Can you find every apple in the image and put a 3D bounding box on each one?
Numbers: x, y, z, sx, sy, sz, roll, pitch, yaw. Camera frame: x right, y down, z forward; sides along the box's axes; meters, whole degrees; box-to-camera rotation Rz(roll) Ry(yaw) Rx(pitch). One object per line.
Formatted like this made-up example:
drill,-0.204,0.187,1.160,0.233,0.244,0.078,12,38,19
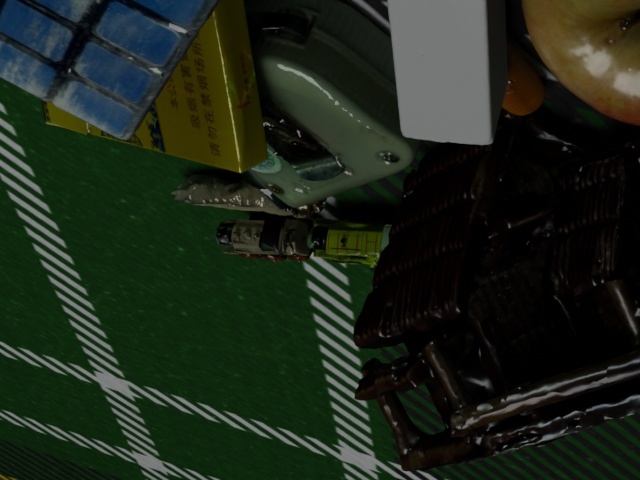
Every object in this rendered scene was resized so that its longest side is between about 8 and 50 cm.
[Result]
apple,0.238,-0.179,1.062,0.209,0.164,0.209,21,144,17

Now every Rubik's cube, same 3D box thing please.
Rubik's cube,-0.165,-0.267,1.108,0.256,0.253,0.259,27,151,-9

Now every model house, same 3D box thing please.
model house,0.187,0.021,1.383,0.317,0.297,0.282,-24,85,62

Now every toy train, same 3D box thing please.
toy train,0.000,0.000,1.665,0.249,0.053,0.085,4,177,32

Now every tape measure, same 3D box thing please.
tape measure,-0.034,-0.119,1.433,0.207,0.115,0.235,34,152,-25

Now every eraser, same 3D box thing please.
eraser,0.092,-0.200,1.175,0.076,0.078,0.298,7,142,13

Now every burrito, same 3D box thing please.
burrito,-0.076,-0.049,1.676,0.185,0.041,0.045,5,-170,30

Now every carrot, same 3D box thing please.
carrot,0.111,-0.184,1.285,0.043,0.043,0.248,-4,141,42

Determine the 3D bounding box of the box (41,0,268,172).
box,-0.159,-0.157,1.394,0.279,0.041,0.153,16,124,43
